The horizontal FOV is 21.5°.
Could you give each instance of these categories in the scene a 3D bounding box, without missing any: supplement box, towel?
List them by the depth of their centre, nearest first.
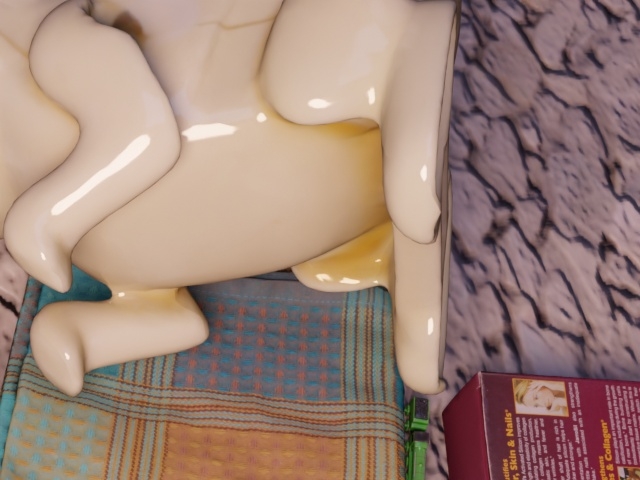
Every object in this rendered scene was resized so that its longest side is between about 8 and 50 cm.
[{"bbox_3d":[-0.076,0.131,1.091,0.271,0.040,0.370,7,35,-5],"label":"towel"},{"bbox_3d":[0.193,0.163,1.243,0.188,0.081,0.104,5,61,-16],"label":"supplement box"}]

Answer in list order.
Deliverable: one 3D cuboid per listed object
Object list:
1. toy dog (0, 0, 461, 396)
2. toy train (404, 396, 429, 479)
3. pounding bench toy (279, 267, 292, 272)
[{"bbox_3d":[-0.115,-0.100,1.095,0.408,0.284,0.395,2,68,5],"label":"toy dog"},{"bbox_3d":[0.071,0.154,1.242,0.017,0.023,0.083,10,59,-12],"label":"toy train"},{"bbox_3d":[0.000,0.000,1.288,0.065,0.052,0.083,35,57,3],"label":"pounding bench toy"}]
